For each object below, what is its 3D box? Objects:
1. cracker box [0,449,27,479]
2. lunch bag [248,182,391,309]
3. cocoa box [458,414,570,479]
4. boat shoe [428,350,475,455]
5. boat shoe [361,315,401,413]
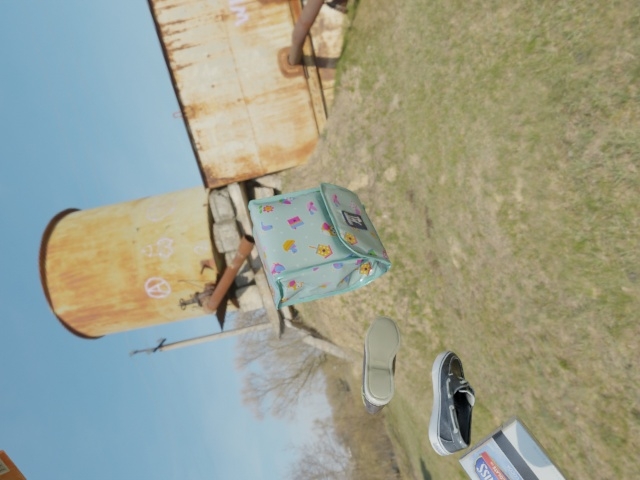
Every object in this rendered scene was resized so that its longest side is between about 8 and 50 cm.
[{"bbox_3d":[-0.707,0.580,0.857,0.156,0.232,0.067,40,178,11],"label":"cracker box"},{"bbox_3d":[0.000,0.000,0.907,0.160,0.262,0.223,92,160,-52],"label":"lunch bag"},{"bbox_3d":[0.632,0.755,1.284,0.347,0.228,0.231,54,-171,30],"label":"cocoa box"},{"bbox_3d":[0.359,0.409,1.110,0.108,0.102,0.301,44,-142,-11],"label":"boat shoe"},{"bbox_3d":[0.187,0.384,1.332,0.324,0.117,0.096,-75,-3,-50],"label":"boat shoe"}]
